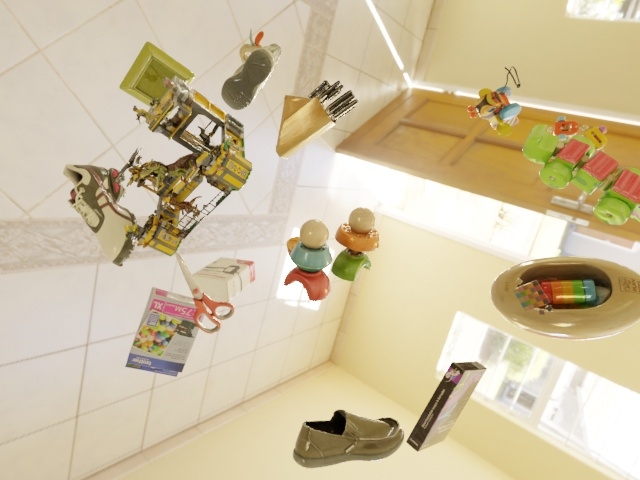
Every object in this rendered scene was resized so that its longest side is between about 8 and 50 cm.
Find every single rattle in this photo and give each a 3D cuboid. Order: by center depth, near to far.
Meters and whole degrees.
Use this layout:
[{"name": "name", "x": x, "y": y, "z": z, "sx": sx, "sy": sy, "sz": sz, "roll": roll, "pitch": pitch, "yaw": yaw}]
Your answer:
[{"name": "rattle", "x": -0.277, "y": -0.700, "z": 1.662, "sx": 0.143, "sy": 0.200, "sz": 0.130, "roll": -45, "pitch": 98, "yaw": -18}]

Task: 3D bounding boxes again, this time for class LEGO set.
[{"name": "LEGO set", "x": -0.295, "y": -0.146, "z": 0.820, "sx": 0.192, "sy": 0.331, "sz": 0.255, "roll": 32, "pitch": 40, "yaw": -35}]

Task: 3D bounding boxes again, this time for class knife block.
[{"name": "knife block", "x": -0.006, "y": -0.392, "z": 1.427, "sx": 0.088, "sy": 0.242, "sz": 0.275, "roll": -30, "pitch": 132, "yaw": -75}]

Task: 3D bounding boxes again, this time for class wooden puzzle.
[{"name": "wooden puzzle", "x": 0.418, "y": 0.111, "z": 0.851, "sx": 0.049, "sy": 0.083, "sz": 0.006, "roll": -32, "pitch": 169, "yaw": 29}]

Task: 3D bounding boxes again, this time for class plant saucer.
[{"name": "plant saucer", "x": -0.555, "y": -0.543, "z": 1.476, "sx": 0.188, "sy": 0.045, "sz": 0.188, "roll": 28, "pitch": 105, "yaw": -39}]

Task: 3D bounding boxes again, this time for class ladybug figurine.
[{"name": "ladybug figurine", "x": 0.781, "y": 0.192, "z": 1.353, "sx": 0.162, "sy": 0.449, "sz": 0.305, "roll": 64, "pitch": 37, "yaw": -36}]

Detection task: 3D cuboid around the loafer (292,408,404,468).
[{"name": "loafer", "x": 0.066, "y": 0.401, "z": 0.891, "sx": 0.251, "sy": 0.094, "sz": 0.087, "roll": 0, "pitch": 92, "yaw": -25}]

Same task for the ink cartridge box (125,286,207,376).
[{"name": "ink cartridge box", "x": -0.516, "y": 0.323, "z": 1.426, "sx": 0.186, "sy": 0.065, "sz": 0.311, "roll": 19, "pitch": 105, "yaw": -22}]

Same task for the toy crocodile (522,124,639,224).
[{"name": "toy crocodile", "x": 0.599, "y": -0.140, "z": 0.923, "sx": 0.115, "sy": 0.340, "sz": 0.105, "roll": -46, "pitch": 160, "yaw": -9}]

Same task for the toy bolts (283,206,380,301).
[{"name": "toy bolts", "x": 0.000, "y": 0.000, "z": 0.936, "sx": 0.228, "sy": 0.218, "sz": 0.158, "roll": -31, "pitch": 136, "yaw": -52}]

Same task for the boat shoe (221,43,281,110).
[{"name": "boat shoe", "x": -0.247, "y": -0.576, "z": 1.526, "sx": 0.118, "sy": 0.320, "sz": 0.103, "roll": 45, "pitch": 51, "yaw": -13}]

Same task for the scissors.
[{"name": "scissors", "x": -0.330, "y": 0.150, "z": 1.129, "sx": 0.109, "sy": 0.021, "sz": 0.297, "roll": -37, "pitch": 135, "yaw": -6}]

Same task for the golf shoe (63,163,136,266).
[{"name": "golf shoe", "x": -0.480, "y": -0.057, "z": 0.927, "sx": 0.105, "sy": 0.273, "sz": 0.120, "roll": -45, "pitch": 147, "yaw": 21}]

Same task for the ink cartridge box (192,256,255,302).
[{"name": "ink cartridge box", "x": -0.406, "y": 0.160, "z": 1.811, "sx": 0.237, "sy": 0.172, "sz": 0.100, "roll": -42, "pitch": 135, "yaw": -64}]

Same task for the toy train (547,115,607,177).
[{"name": "toy train", "x": 0.624, "y": -0.221, "z": 1.044, "sx": 0.046, "sy": 0.125, "sz": 0.166, "roll": 30, "pitch": 58, "yaw": -69}]

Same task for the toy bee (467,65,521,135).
[{"name": "toy bee", "x": 0.590, "y": -0.467, "z": 1.480, "sx": 0.298, "sy": 0.162, "sz": 0.195, "roll": 49, "pitch": 26, "yaw": -44}]

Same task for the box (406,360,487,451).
[{"name": "box", "x": 0.222, "y": 0.285, "z": 0.745, "sx": 0.116, "sy": 0.029, "sz": 0.162, "roll": 17, "pitch": 104, "yaw": -50}]
